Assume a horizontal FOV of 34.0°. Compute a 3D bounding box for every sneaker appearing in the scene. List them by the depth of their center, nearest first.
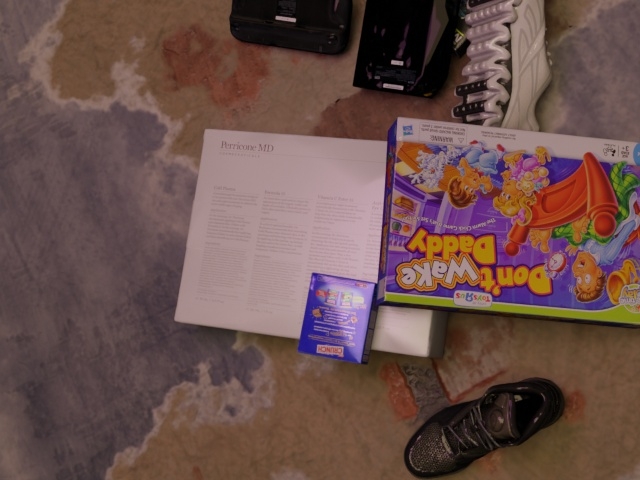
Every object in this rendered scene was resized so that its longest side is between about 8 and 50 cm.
[{"bbox_3d":[0.200,0.241,1.353,0.227,0.130,0.087,-25,73,15],"label":"sneaker"},{"bbox_3d":[0.262,-0.271,1.421,0.118,0.110,0.292,10,91,-25],"label":"sneaker"}]

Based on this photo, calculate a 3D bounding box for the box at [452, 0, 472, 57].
[{"bbox_3d":[0.195,-0.391,1.502,0.191,0.045,0.184,45,98,18],"label":"box"}]

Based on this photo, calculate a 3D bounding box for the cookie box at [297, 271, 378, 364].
[{"bbox_3d":[0.025,0.102,1.372,0.091,0.040,0.107,9,84,20],"label":"cookie box"}]

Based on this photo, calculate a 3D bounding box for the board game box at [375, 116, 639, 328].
[{"bbox_3d":[0.253,-0.019,1.336,0.347,0.078,0.233,5,82,-5],"label":"board game box"}]

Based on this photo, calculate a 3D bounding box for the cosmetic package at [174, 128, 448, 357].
[{"bbox_3d":[0.000,0.000,1.470,0.377,0.097,0.284,7,85,20],"label":"cosmetic package"}]

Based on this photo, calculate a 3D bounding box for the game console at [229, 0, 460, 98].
[{"bbox_3d":[0.027,-0.335,1.520,0.361,0.044,0.213,13,98,25],"label":"game console"}]
